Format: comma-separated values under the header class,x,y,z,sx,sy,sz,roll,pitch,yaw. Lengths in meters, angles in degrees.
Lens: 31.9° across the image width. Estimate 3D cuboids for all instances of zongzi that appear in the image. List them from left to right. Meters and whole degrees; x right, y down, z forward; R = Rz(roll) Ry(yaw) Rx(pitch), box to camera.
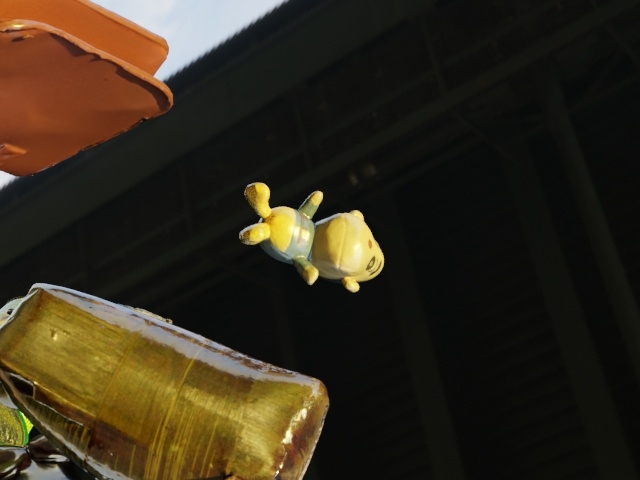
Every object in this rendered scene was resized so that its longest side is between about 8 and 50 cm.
class,x,y,z,sx,sy,sz,roll,pitch,yaw
zongzi,-0.215,0.241,1.412,0.403,0.432,0.208,23,-117,5

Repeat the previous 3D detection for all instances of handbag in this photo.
class,x,y,z,sx,sy,sz,roll,pitch,yaw
handbag,-0.325,-0.164,1.184,0.275,0.260,0.084,-22,-113,29

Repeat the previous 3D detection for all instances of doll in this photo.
class,x,y,z,sx,sy,sz,roll,pitch,yaw
doll,0.000,0.000,1.146,0.089,0.179,0.102,-16,-118,45

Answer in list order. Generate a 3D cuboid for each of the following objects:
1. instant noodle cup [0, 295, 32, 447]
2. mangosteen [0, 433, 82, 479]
class,x,y,z,sx,sy,sz,roll,pitch,yaw
instant noodle cup,-0.509,0.213,1.819,0.207,0.207,0.233,-21,-158,30
mangosteen,-0.424,0.432,1.605,0.297,0.297,0.313,3,-118,38
